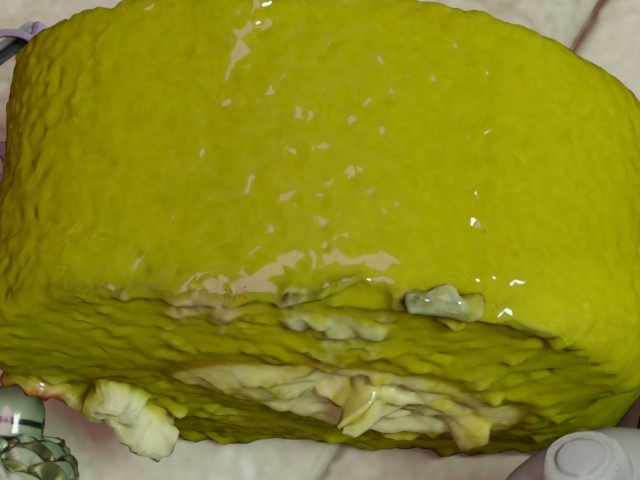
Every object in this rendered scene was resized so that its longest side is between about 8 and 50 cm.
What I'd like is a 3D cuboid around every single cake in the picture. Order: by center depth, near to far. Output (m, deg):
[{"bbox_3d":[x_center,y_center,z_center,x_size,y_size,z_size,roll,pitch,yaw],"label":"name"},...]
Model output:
[{"bbox_3d":[0.000,0.000,0.743,0.260,0.179,0.156,-2,72,20],"label":"cake"}]

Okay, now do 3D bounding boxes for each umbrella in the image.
[{"bbox_3d":[-0.134,0.130,0.810,0.067,0.062,0.143,7,82,-15],"label":"umbrella"}]

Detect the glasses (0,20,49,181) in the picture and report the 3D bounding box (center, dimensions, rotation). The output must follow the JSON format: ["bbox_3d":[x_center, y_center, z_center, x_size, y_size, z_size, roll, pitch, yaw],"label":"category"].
[{"bbox_3d":[-0.184,-0.040,0.908,0.104,0.062,0.140,7,72,44],"label":"glasses"}]

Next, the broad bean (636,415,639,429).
[{"bbox_3d":[0.184,0.154,0.701,0.144,0.049,0.292,-33,66,-1],"label":"broad bean"}]

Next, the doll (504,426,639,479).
[{"bbox_3d":[0.178,0.084,0.633,0.287,0.151,0.151,-20,66,12],"label":"doll"}]
